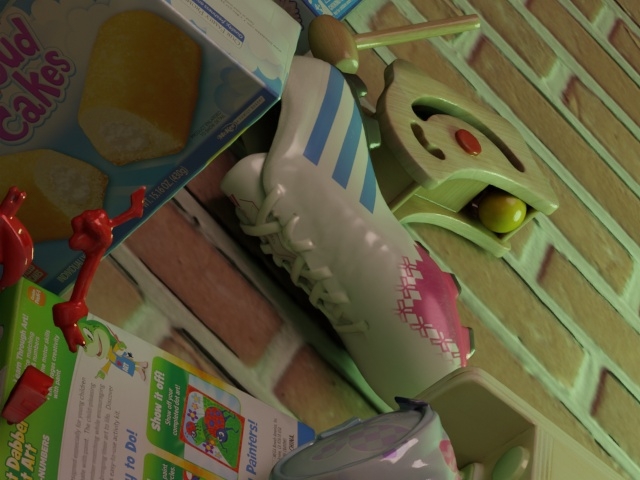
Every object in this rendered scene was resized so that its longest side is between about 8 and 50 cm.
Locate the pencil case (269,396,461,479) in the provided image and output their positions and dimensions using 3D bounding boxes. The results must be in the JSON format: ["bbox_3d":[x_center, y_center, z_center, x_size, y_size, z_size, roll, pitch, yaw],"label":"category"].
[{"bbox_3d":[0.064,0.241,1.140,0.113,0.124,0.273,-24,95,-22],"label":"pencil case"}]

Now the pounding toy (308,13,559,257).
[{"bbox_3d":[0.108,-0.090,1.546,0.269,0.155,0.154,26,35,-33],"label":"pounding toy"}]

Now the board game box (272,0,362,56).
[{"bbox_3d":[-0.060,-0.344,1.679,0.318,0.066,0.319,47,33,-5],"label":"board game box"}]

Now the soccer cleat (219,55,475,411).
[{"bbox_3d":[0.000,0.000,1.390,0.143,0.116,0.331,-3,56,-33],"label":"soccer cleat"}]

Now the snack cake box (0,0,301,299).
[{"bbox_3d":[-0.156,-0.081,1.114,0.152,0.264,0.089,38,35,-19],"label":"snack cake box"}]

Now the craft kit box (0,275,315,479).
[{"bbox_3d":[-0.110,0.175,1.113,0.246,0.061,0.250,34,36,-29],"label":"craft kit box"}]

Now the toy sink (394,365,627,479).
[{"bbox_3d":[0.132,0.226,1.264,0.234,0.153,0.131,39,35,-19],"label":"toy sink"}]

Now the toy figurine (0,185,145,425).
[{"bbox_3d":[-0.275,-0.025,0.913,0.362,0.191,0.217,37,8,-10],"label":"toy figurine"}]
